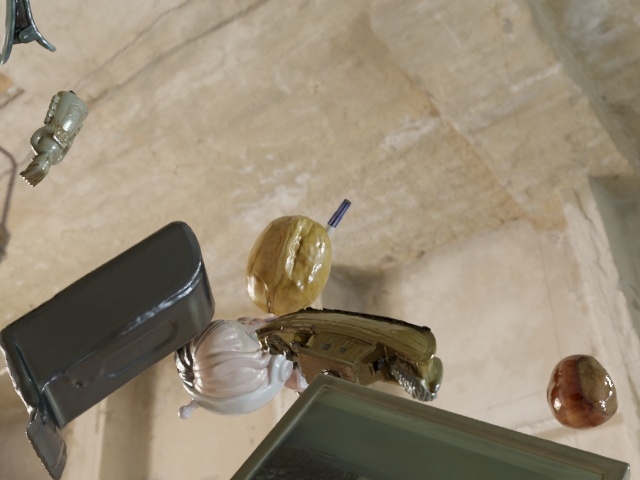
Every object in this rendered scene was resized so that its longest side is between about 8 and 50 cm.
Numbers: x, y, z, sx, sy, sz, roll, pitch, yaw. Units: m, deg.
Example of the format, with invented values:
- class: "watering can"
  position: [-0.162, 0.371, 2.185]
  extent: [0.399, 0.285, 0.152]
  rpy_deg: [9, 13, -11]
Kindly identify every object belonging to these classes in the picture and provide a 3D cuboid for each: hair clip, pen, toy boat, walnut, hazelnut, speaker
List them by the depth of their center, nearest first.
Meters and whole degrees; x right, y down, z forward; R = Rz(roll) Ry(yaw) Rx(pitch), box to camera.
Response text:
- class: "hazelnut"
  position: [0.303, 0.179, 0.886]
  extent: [0.086, 0.086, 0.086]
  rpy_deg: [-27, -137, 28]
- class: "hair clip"
  position: [-0.448, -0.391, 1.059]
  extent: [0.083, 0.275, 0.048]
  rpy_deg: [-20, -152, -22]
- class: "toy boat"
  position: [0.032, 0.173, 1.149]
  extent: [0.321, 0.089, 0.121]
  rpy_deg: [7, -143, 34]
- class: "speaker"
  position: [-0.307, 0.158, 1.178]
  extent: [0.388, 0.180, 0.184]
  rpy_deg: [-36, -128, -28]
- class: "walnut"
  position: [-0.059, 0.047, 1.466]
  extent: [0.159, 0.159, 0.207]
  rpy_deg: [0, -115, 45]
- class: "pen"
  position: [0.000, 0.000, 1.569]
  extent: [0.204, 0.025, 0.025]
  rpy_deg: [-55, -145, 14]

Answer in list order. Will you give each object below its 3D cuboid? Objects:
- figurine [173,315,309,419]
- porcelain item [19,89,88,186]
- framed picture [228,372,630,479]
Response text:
- class: "figurine"
  position: [-0.142, 0.276, 1.687]
  extent: [0.253, 0.361, 0.211]
  rpy_deg: [-2, -93, 45]
- class: "porcelain item"
  position: [-0.506, -0.192, 1.442]
  extent: [0.054, 0.084, 0.213]
  rpy_deg: [-18, -138, 30]
- class: "framed picture"
  position: [0.057, 0.207, 0.580]
  extent: [0.289, 0.016, 0.213]
  rpy_deg: [10, -141, 37]
